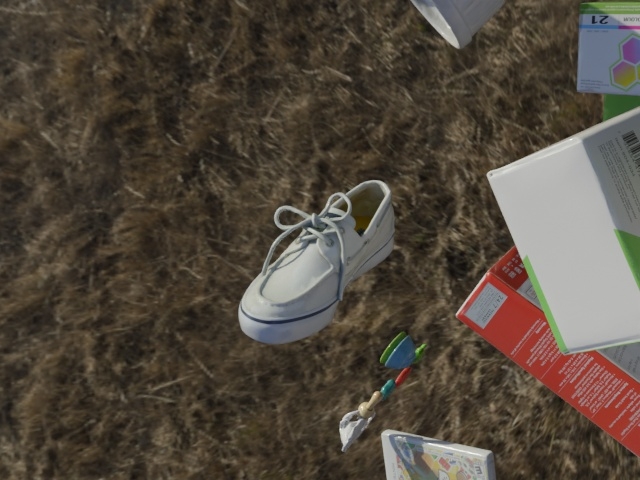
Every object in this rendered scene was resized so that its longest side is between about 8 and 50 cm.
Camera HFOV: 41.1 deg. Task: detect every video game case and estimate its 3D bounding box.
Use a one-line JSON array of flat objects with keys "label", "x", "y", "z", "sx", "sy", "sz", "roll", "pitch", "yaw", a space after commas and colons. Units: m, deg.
[{"label": "video game case", "x": 0.208, "y": 0.445, "z": 1.478, "sx": 0.227, "sy": 0.026, "sz": 0.206, "roll": 1, "pitch": 102, "yaw": 44}]

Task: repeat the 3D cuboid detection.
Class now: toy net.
[{"label": "toy net", "x": 0.098, "y": 0.265, "z": 1.497, "sx": 0.045, "sy": 0.122, "sz": 0.232, "roll": 37, "pitch": 94, "yaw": 16}]

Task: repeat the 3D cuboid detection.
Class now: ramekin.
[{"label": "ramekin", "x": 0.181, "y": -0.392, "z": 1.242, "sx": 0.109, "sy": 0.207, "sz": 0.207, "roll": -40, "pitch": 74, "yaw": 9}]

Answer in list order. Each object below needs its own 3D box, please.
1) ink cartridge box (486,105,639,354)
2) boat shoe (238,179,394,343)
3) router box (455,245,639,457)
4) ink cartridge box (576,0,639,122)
[{"label": "ink cartridge box", "x": 0.322, "y": -0.028, "z": 0.888, "sx": 0.115, "sy": 0.273, "sz": 0.198, "roll": -23, "pitch": 90, "yaw": 46}, {"label": "boat shoe", "x": 0.008, "y": 0.002, "z": 1.240, "sx": 0.136, "sy": 0.367, "sz": 0.156, "roll": 21, "pitch": 125, "yaw": 28}, {"label": "router box", "x": 0.377, "y": 0.119, "z": 1.190, "sx": 0.301, "sy": 0.335, "sz": 0.082, "roll": 38, "pitch": 116, "yaw": 13}, {"label": "ink cartridge box", "x": 0.480, "y": -0.219, "z": 1.247, "sx": 0.189, "sy": 0.097, "sz": 0.255, "roll": 13, "pitch": 113, "yaw": 41}]
